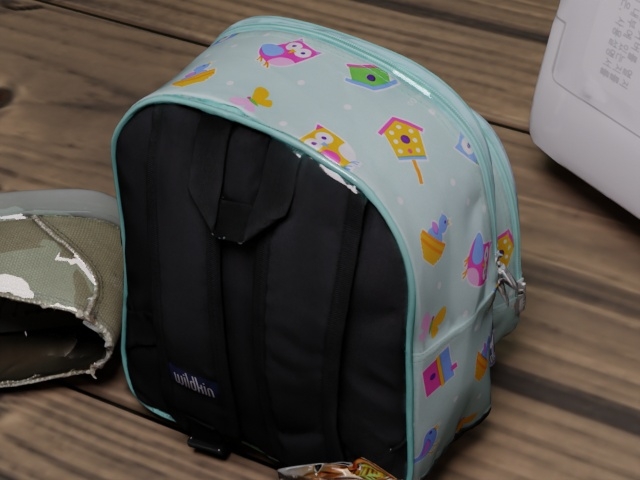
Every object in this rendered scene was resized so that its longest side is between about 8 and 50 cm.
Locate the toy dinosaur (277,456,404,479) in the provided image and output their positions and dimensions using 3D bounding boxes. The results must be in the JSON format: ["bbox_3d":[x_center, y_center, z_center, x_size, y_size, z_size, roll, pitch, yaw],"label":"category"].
[{"bbox_3d":[-0.096,0.180,0.519,0.322,0.164,0.218,-35,33,-1],"label":"toy dinosaur"}]

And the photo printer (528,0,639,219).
[{"bbox_3d":[0.247,-0.078,0.629,0.107,0.256,0.307,-15,41,-37],"label":"photo printer"}]

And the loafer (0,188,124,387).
[{"bbox_3d":[-0.203,0.034,0.681,0.251,0.094,0.087,-10,41,-3],"label":"loafer"}]

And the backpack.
[{"bbox_3d":[0.000,0.000,0.623,0.166,0.188,0.144,24,53,29],"label":"backpack"}]
